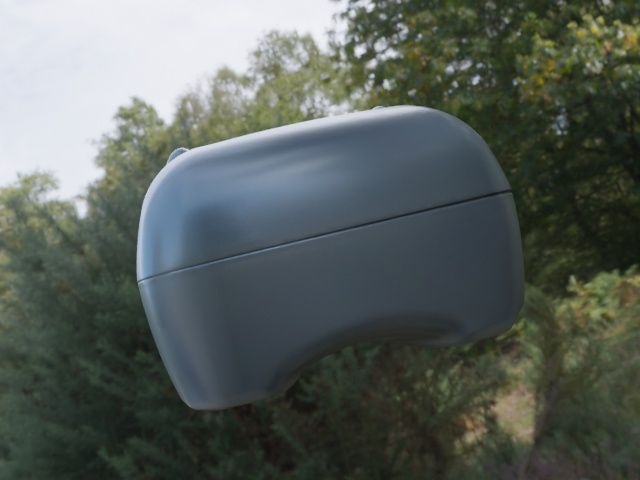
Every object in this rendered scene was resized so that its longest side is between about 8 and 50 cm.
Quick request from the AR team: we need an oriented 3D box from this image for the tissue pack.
[{"bbox_3d":[0.000,0.000,0.747,0.333,0.236,0.229,-14,-1,-12],"label":"tissue pack"}]
